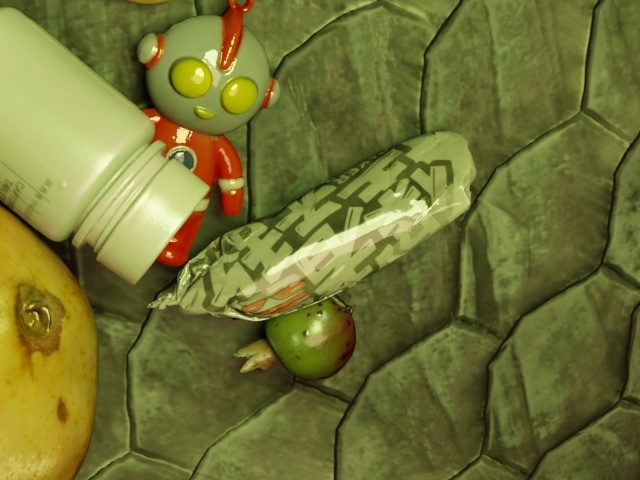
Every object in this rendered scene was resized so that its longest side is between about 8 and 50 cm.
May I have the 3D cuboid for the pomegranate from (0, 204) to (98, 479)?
[{"bbox_3d":[-0.425,0.153,1.217,0.412,0.411,0.411,-7,115,-16],"label":"pomegranate"}]

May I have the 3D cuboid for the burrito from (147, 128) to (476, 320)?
[{"bbox_3d":[0.000,0.000,1.421,0.446,0.139,0.101,-28,148,-10],"label":"burrito"}]

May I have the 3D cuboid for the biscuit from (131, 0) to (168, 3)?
[{"bbox_3d":[-0.199,-0.343,1.261,0.170,0.050,0.170,-4,116,-8],"label":"biscuit"}]

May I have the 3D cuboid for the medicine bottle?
[{"bbox_3d":[-0.267,-0.095,1.224,0.293,0.170,0.170,38,97,-4],"label":"medicine bottle"}]

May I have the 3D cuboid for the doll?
[{"bbox_3d":[-0.149,-0.132,1.336,0.200,0.105,0.336,20,106,-22],"label":"doll"}]

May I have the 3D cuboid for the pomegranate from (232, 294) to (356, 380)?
[{"bbox_3d":[-0.025,0.130,1.485,0.129,0.129,0.159,27,109,-27],"label":"pomegranate"}]
